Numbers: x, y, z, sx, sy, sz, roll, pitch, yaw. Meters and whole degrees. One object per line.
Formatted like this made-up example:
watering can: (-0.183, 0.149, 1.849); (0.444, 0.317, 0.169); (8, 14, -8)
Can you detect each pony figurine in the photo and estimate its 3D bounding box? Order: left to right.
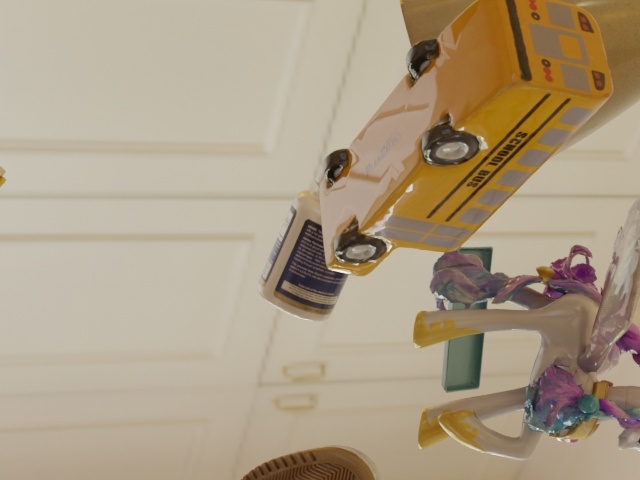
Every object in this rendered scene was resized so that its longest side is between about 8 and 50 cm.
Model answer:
pony figurine: (0.300, 0.111, 1.615); (0.303, 0.363, 0.351); (25, 70, -69)

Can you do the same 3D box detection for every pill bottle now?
pill bottle: (0.000, 0.000, 1.589); (0.169, 0.094, 0.094); (-66, -154, 13)

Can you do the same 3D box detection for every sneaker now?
sneaker: (-0.028, 0.258, 1.283); (0.282, 0.153, 0.099); (-38, -103, 30)

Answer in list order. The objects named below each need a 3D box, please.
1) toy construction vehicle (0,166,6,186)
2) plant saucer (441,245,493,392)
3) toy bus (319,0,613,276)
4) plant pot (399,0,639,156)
toy construction vehicle: (-0.229, -0.025, 0.757); (0.086, 0.098, 0.035); (45, -11, -4)
plant saucer: (0.190, 0.102, 1.805); (0.018, 0.067, 0.192); (11, -81, 49)
toy bus: (0.115, -0.085, 1.261); (0.333, 0.130, 0.108); (130, -40, -50)
plant pot: (0.260, -0.208, 1.594); (0.256, 0.274, 0.257); (-17, 90, -80)
